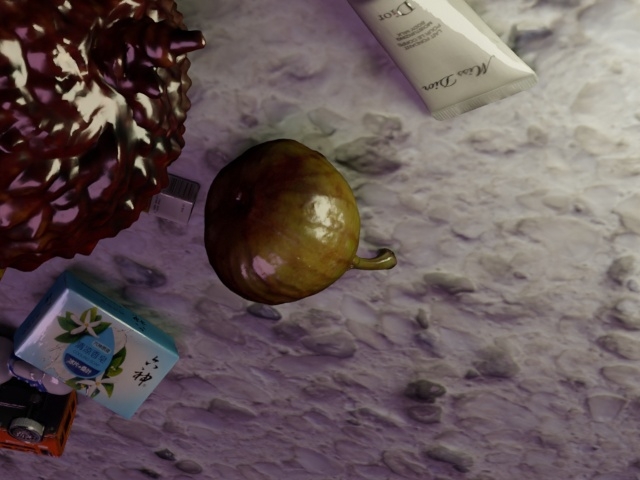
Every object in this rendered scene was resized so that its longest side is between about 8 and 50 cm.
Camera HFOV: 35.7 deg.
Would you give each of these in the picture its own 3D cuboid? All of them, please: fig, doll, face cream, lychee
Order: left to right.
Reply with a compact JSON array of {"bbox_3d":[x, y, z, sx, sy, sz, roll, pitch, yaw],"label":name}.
[{"bbox_3d":[-0.322,-0.177,1.037,0.500,0.424,0.424,-8,136,37],"label":"lychee"},{"bbox_3d":[-0.526,0.216,1.741,0.293,0.138,0.119,8,98,1],"label":"doll"},{"bbox_3d":[0.000,0.000,1.348,0.217,0.217,0.321,-29,143,36],"label":"fig"},{"bbox_3d":[0.114,-0.249,1.125,0.143,0.089,0.314,-20,140,31],"label":"face cream"}]

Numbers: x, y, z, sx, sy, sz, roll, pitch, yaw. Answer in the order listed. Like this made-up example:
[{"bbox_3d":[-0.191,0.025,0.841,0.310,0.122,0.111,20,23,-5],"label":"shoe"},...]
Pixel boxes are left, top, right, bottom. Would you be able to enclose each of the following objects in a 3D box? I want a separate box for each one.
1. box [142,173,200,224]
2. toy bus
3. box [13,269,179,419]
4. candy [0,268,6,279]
[{"bbox_3d":[-0.284,-0.084,1.414,0.218,0.039,0.055,18,139,-6],"label":"box"},{"bbox_3d":[-0.626,0.301,1.838,0.329,0.143,0.153,10,142,-1],"label":"toy bus"},{"bbox_3d":[-0.368,0.174,1.638,0.232,0.083,0.142,37,96,-24],"label":"box"},{"bbox_3d":[-0.488,0.017,1.395,0.088,0.276,0.146,20,139,-10],"label":"candy"}]
